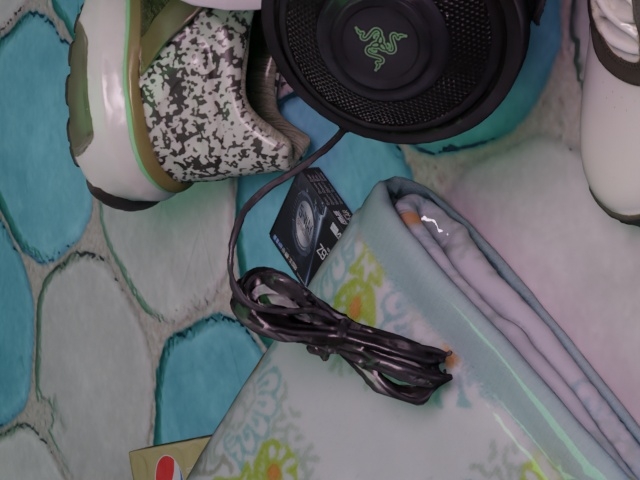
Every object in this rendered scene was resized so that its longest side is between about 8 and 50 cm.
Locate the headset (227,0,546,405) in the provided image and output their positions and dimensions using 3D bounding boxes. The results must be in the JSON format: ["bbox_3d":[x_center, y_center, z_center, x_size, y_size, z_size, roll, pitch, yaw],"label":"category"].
[{"bbox_3d":[0.070,-0.113,0.843,0.185,0.243,0.394,29,103,0],"label":"headset"}]

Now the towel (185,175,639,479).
[{"bbox_3d":[0.063,0.196,0.966,0.320,0.090,0.374,-55,51,26],"label":"towel"}]

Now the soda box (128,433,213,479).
[{"bbox_3d":[-0.076,0.178,1.227,0.181,0.058,0.061,-19,80,54],"label":"soda box"}]

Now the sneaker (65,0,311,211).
[{"bbox_3d":[-0.066,-0.223,1.128,0.182,0.158,0.410,3,97,22],"label":"sneaker"}]

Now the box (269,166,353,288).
[{"bbox_3d":[0.000,0.000,1.128,0.083,0.018,0.067,56,136,33],"label":"box"}]

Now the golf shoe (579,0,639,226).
[{"bbox_3d":[0.164,-0.133,0.801,0.105,0.120,0.273,36,124,44],"label":"golf shoe"}]

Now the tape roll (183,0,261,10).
[{"bbox_3d":[-0.054,-0.284,0.935,0.100,0.286,0.286,33,121,47],"label":"tape roll"}]
